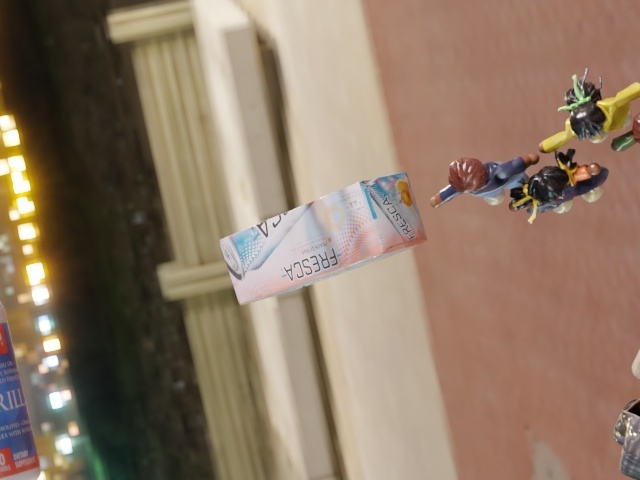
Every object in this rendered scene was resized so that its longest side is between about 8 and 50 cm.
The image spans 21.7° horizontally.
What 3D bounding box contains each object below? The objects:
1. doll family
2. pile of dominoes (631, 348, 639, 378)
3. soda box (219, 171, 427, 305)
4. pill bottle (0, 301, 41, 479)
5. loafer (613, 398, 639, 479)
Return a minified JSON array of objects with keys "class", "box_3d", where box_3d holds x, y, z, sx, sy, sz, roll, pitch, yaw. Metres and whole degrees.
[{"class":"doll family","box_3d":[0.168,-0.060,1.156,0.076,0.193,0.111,55,-162,8]},{"class":"pile of dominoes","box_3d":[0.350,0.012,1.188,0.251,0.196,0.040,-66,15,7]},{"class":"soda box","box_3d":[0.000,0.000,1.372,0.183,0.058,0.063,-22,85,45]},{"class":"pill bottle","box_3d":[-0.329,0.117,1.472,0.124,0.124,0.221,164,93,-81]},{"class":"loafer","box_3d":[0.317,0.177,1.599,0.170,0.062,0.061,-67,-13,-77]}]
